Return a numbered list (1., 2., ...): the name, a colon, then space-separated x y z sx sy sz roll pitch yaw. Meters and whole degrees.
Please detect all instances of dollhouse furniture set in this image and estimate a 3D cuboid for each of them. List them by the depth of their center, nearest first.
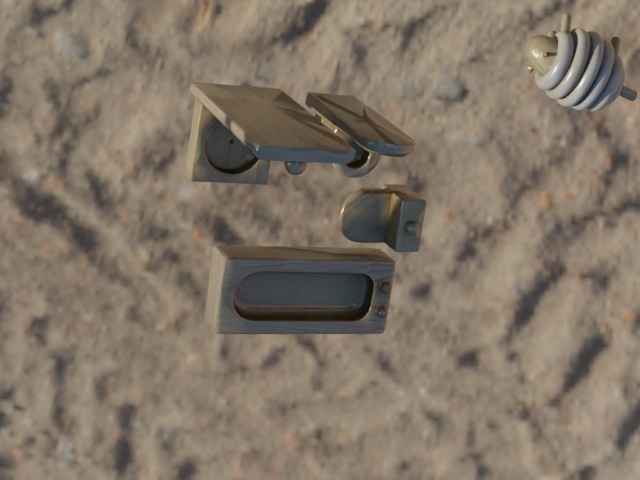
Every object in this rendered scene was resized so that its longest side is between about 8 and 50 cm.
1. dollhouse furniture set: 0.000 0.000 0.994 0.144 0.123 0.151 1 109 -23

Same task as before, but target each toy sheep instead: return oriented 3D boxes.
1. toy sheep: 0.270 -0.176 1.739 0.132 0.091 0.091 20 140 -11
